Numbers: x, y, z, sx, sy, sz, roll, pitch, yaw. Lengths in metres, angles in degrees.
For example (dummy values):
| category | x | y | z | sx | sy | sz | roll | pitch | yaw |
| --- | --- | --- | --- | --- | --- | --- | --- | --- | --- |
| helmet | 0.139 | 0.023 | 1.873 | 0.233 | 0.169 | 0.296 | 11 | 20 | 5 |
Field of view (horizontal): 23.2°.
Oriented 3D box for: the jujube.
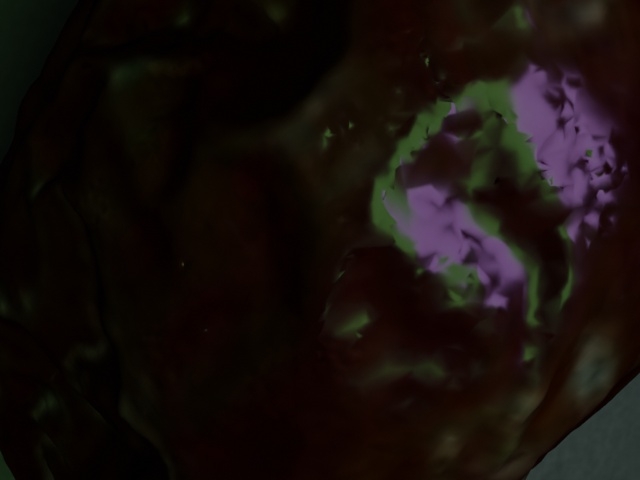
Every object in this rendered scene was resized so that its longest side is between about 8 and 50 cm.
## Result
| category | x | y | z | sx | sy | sz | roll | pitch | yaw |
| --- | --- | --- | --- | --- | --- | --- | --- | --- | --- |
| jujube | 0.001 | 0.000 | 0.662 | 0.276 | 0.276 | 0.377 | 11 | 139 | -26 |
